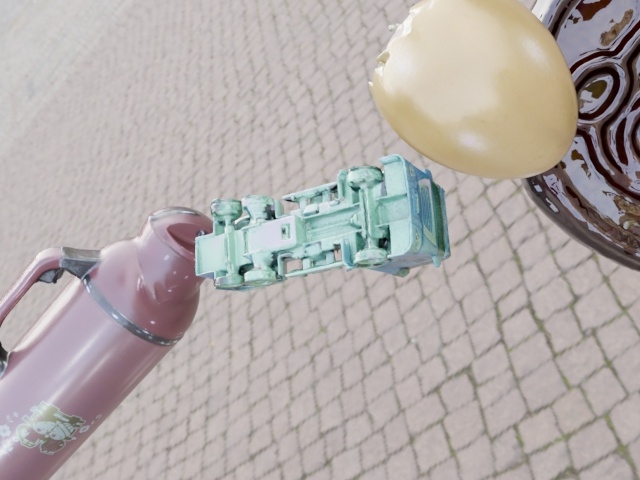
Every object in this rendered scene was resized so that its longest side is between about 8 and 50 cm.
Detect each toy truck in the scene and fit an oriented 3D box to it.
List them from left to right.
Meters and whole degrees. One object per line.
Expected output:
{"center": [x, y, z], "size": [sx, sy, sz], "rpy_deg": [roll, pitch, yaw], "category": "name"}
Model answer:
{"center": [0.000, 0.000, 0.599], "size": [0.175, 0.081, 0.067], "rpy_deg": [-14, 72, 33], "category": "toy truck"}

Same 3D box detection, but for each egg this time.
{"center": [0.071, -0.069, 0.404], "size": [0.080, 0.096, 0.080], "rpy_deg": [-57, 3, 5], "category": "egg"}

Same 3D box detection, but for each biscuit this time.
{"center": [0.411, -0.159, 1.003], "size": [0.407, 0.407, 0.091], "rpy_deg": [-52, 4, 3], "category": "biscuit"}

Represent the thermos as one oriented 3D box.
{"center": [-0.217, 0.088, 0.809], "size": [0.330, 0.136, 0.109], "rpy_deg": [-46, 0, 14], "category": "thermos"}
